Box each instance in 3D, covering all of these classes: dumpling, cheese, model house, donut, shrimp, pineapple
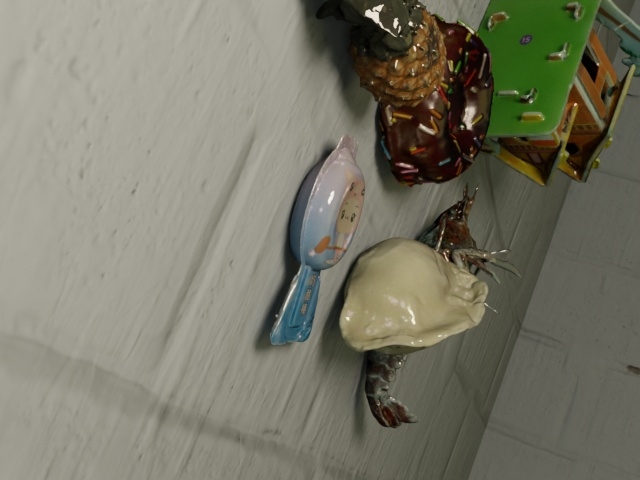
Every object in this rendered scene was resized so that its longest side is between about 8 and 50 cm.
[{"bbox_3d":[0.127,0.080,1.137,0.258,0.193,0.147,-40,137,-50],"label":"dumpling"},{"bbox_3d":[0.000,0.000,0.954,0.135,0.052,0.245,12,95,-69],"label":"cheese"},{"bbox_3d":[0.437,-0.209,1.362,0.323,0.340,0.301,42,63,-43],"label":"model house"},{"bbox_3d":[0.165,-0.183,1.143,0.235,0.089,0.235,-28,123,-54],"label":"donut"},{"bbox_3d":[0.182,0.101,1.361,0.411,0.166,0.221,-53,-173,-13],"label":"shrimp"},{"bbox_3d":[0.064,-0.221,0.856,0.237,0.119,0.111,34,61,-66],"label":"pineapple"}]
